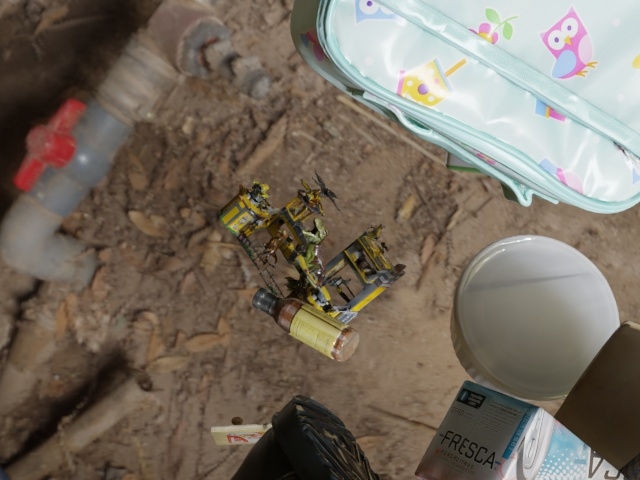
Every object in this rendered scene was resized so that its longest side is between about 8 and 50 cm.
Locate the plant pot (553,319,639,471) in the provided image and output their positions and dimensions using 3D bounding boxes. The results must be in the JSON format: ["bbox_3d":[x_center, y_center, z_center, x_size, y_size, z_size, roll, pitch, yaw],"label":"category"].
[{"bbox_3d":[0.440,0.251,1.179,0.280,0.323,0.323,35,93,20],"label":"plant pot"}]

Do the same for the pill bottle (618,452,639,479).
[{"bbox_3d":[0.361,0.291,0.918,0.361,0.204,0.204,-48,65,20],"label":"pill bottle"}]

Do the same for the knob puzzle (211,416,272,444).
[{"bbox_3d":[-0.078,0.309,1.594,0.213,0.213,0.030,-10,69,20],"label":"knob puzzle"}]

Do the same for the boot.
[{"bbox_3d":[-0.030,0.244,0.611,0.207,0.094,0.246,-49,37,10],"label":"boot"}]

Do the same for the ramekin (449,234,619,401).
[{"bbox_3d":[0.335,0.136,1.577,0.273,0.127,0.272,3,68,-6],"label":"ramekin"}]

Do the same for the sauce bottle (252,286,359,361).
[{"bbox_3d":[-0.018,0.089,1.065,0.128,0.042,0.042,28,90,29],"label":"sauce bottle"}]

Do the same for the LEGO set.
[{"bbox_3d":[0.000,0.000,1.705,0.192,0.255,0.331,-41,62,18],"label":"LEGO set"}]

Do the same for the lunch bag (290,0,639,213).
[{"bbox_3d":[0.134,-0.148,0.631,0.279,0.108,0.224,25,89,-18],"label":"lunch bag"}]

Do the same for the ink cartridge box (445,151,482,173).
[{"bbox_3d":[0.354,-0.145,1.434,0.201,0.278,0.117,12,99,47],"label":"ink cartridge box"}]

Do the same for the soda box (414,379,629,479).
[{"bbox_3d":[0.138,0.151,0.549,0.058,0.183,0.063,13,69,54],"label":"soda box"}]
